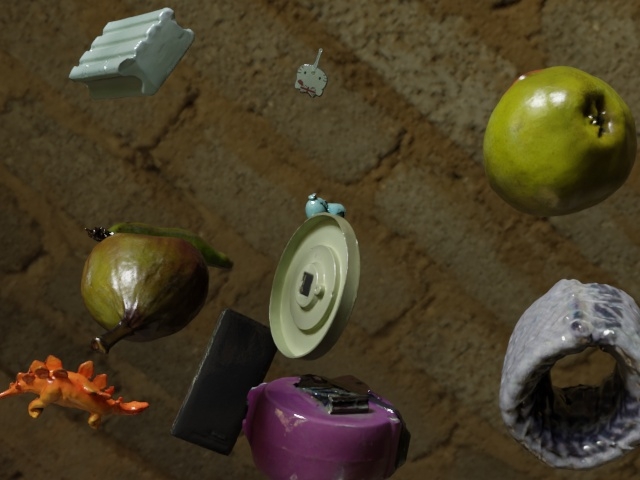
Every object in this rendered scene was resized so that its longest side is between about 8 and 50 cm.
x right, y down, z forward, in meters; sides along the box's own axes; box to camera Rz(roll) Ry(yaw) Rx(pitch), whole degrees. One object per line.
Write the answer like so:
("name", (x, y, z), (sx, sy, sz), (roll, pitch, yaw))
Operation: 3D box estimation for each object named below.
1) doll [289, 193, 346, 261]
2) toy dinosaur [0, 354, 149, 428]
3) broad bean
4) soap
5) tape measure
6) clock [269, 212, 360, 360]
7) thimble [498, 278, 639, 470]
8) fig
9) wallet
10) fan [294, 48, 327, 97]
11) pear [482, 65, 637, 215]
("doll", (0.000, 0.000, 1.616), (0.158, 0.059, 0.159), (-63, 141, -39))
("toy dinosaur", (-0.412, 0.235, 1.466), (0.289, 0.117, 0.070), (13, 37, -17))
("broad bean", (-0.297, 0.007, 1.725), (0.339, 0.061, 0.077), (10, 36, -40))
("soap", (-0.280, -0.271, 1.356), (0.066, 0.198, 0.119), (41, 71, -32))
("tape measure", (0.003, 0.284, 1.412), (0.232, 0.149, 0.245), (6, 10, -35))
("clock", (-0.014, 0.071, 1.444), (0.029, 0.235, 0.235), (15, 40, -30))
("thimble", (0.368, 0.189, 1.314), (0.217, 0.245, 0.157), (8, 30, 6))
("fig", (-0.239, 0.075, 1.183), (0.170, 0.145, 0.274), (6, 18, 0))
("wallet", (-0.167, 0.253, 1.641), (0.124, 0.244, 0.025), (28, -11, -22))
("fan", (-0.011, -0.285, 1.562), (0.056, 0.083, 0.004), (23, 18, 5))
("pear", (0.447, -0.171, 1.789), (0.288, 0.375, 0.287), (7, 65, -14))
